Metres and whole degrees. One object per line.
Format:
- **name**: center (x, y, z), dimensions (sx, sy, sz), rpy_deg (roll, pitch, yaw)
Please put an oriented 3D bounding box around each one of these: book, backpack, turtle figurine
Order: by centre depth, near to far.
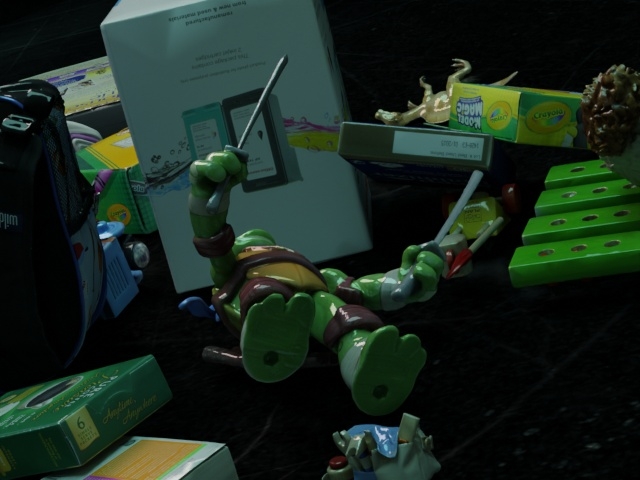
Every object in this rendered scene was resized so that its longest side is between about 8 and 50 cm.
- **book**: center (-0.139, 0.174, 1.292), dimensions (0.096, 0.035, 0.144), rpy_deg (-30, 19, -37)
- **turtle figurine**: center (0.000, 0.000, 1.405), dimensions (0.274, 0.198, 0.266), rpy_deg (-34, 26, 3)
- **backpack**: center (-0.313, 0.003, 1.614), dimensions (0.276, 0.263, 0.213), rpy_deg (-10, 12, 13)

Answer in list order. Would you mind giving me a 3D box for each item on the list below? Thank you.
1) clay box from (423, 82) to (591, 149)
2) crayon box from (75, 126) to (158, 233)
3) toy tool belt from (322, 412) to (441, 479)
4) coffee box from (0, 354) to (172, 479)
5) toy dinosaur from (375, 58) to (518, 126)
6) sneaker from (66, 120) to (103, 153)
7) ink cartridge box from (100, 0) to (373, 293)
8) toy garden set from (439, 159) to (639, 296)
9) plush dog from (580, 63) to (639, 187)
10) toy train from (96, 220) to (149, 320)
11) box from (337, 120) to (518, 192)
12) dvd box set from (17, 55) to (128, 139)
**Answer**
- **clay box**: center (0.222, -0.115, 1.730), dimensions (0.222, 0.053, 0.127), rpy_deg (4, 6, -27)
- **crayon box**: center (-0.164, -0.094, 2.111), dimensions (0.165, 0.081, 0.278), rpy_deg (1, 23, 45)
- **toy tool belt**: center (0.035, 0.137, 1.210), dimensions (0.083, 0.051, 0.052), rpy_deg (-4, 20, 36)
- **coffee box**: center (-0.212, 0.142, 1.396), dimensions (0.184, 0.040, 0.113), rpy_deg (-17, 12, 40)
- **toy dinosaur**: center (0.158, -0.166, 2.138), dimensions (0.183, 0.053, 0.092), rpy_deg (-17, 30, 22)
- **sneaker**: center (-0.415, -0.081, 2.248), dimensions (0.305, 0.114, 0.152), rpy_deg (-19, 18, -11)
- **ink cartridge box**: center (-0.073, -0.119, 1.772), dimensions (0.197, 0.270, 0.198), rpy_deg (-13, 17, 5)
- **toy garden set**: center (0.188, -0.002, 1.542), dimensions (0.204, 0.049, 0.244), rpy_deg (-8, 19, 19)
- **plush dog**: center (0.329, -0.095, 1.465), dimensions (0.225, 0.210, 0.262), rpy_deg (-7, -8, 32)
- **toy train**: center (-0.256, 0.035, 1.785), dimensions (0.184, 0.080, 0.105), rpy_deg (-7, 24, 28)
- **box**: center (0.106, -0.073, 1.709), dimensions (0.136, 0.036, 0.225), rpy_deg (5, -3, 13)
- **dvd box set**: center (-0.309, -0.206, 2.663), dimensions (0.307, 0.062, 0.420), rpy_deg (-16, 16, 0)
